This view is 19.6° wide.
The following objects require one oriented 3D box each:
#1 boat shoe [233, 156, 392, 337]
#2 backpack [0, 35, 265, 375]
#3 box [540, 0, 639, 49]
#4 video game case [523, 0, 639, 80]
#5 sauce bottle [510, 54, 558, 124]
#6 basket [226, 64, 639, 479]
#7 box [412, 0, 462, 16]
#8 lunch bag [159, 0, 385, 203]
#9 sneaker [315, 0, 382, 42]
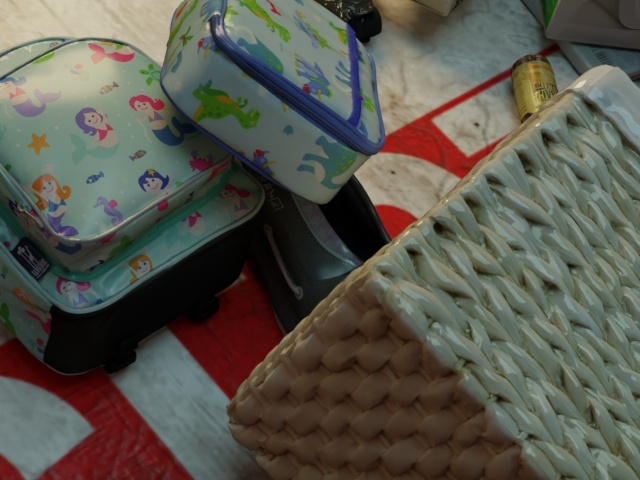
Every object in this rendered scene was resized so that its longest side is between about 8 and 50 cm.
[{"bbox_3d":[0.000,0.000,1.540,0.112,0.095,0.335,-21,61,-27],"label":"boat shoe"},{"bbox_3d":[-0.198,-0.049,1.478,0.225,0.191,0.253,-33,62,-32],"label":"backpack"},{"bbox_3d":[0.360,-0.298,1.743,0.261,0.231,0.127,6,52,-10],"label":"box"},{"bbox_3d":[0.290,-0.240,1.844,0.173,0.022,0.190,-19,60,-26],"label":"video game case"},{"bbox_3d":[0.205,-0.113,1.713,0.042,0.042,0.128,0,55,-14],"label":"sauce bottle"},{"bbox_3d":[0.160,0.116,1.309,0.266,0.331,0.328,-39,86,-32],"label":"basket"},{"bbox_3d":[0.154,-0.333,1.793,0.094,0.113,0.275,29,44,14],"label":"box"},{"bbox_3d":[-0.032,-0.131,1.465,0.176,0.090,0.219,36,22,-17],"label":"lunch bag"},{"bbox_3d":[0.019,-0.201,1.724,0.089,0.051,0.170,1,47,-10],"label":"sneaker"}]
